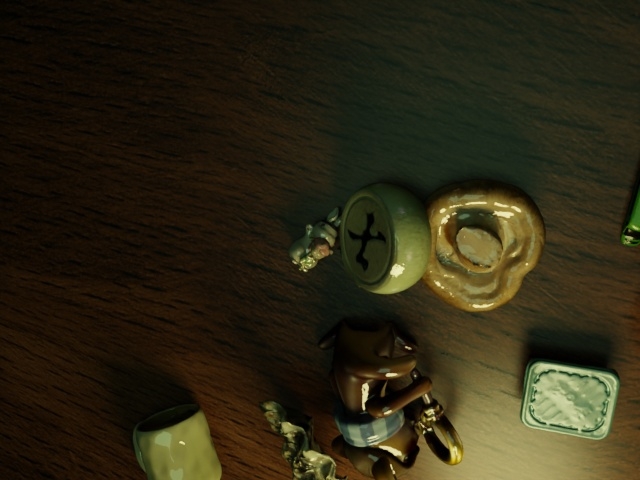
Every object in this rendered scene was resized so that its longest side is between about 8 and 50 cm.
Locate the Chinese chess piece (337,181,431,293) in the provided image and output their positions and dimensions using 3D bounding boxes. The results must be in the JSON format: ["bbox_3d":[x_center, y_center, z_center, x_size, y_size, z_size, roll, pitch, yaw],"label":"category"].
[{"bbox_3d":[0.126,-0.001,1.137,0.092,0.238,0.238,-7,100,-29],"label":"Chinese chess piece"}]

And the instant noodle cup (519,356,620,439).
[{"bbox_3d":[0.512,0.320,1.162,0.179,0.070,0.157,7,102,13],"label":"instant noodle cup"}]

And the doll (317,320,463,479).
[{"bbox_3d":[0.136,0.349,1.216,0.318,0.209,0.340,-3,98,48],"label":"doll"}]

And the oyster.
[{"bbox_3d":[-0.021,0.501,1.243,0.115,0.238,0.351,-25,123,-15],"label":"oyster"}]

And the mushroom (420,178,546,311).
[{"bbox_3d":[0.316,0.008,1.124,0.278,0.146,0.278,2,104,8],"label":"mushroom"}]

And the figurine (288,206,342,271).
[{"bbox_3d":[0.006,0.006,1.236,0.146,0.081,0.098,-39,52,16],"label":"figurine"}]

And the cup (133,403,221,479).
[{"bbox_3d":[-0.382,0.537,1.375,0.255,0.173,0.202,-14,94,16],"label":"cup"}]

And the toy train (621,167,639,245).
[{"bbox_3d":[0.632,-0.088,1.078,0.044,0.042,0.209,12,102,13],"label":"toy train"}]
